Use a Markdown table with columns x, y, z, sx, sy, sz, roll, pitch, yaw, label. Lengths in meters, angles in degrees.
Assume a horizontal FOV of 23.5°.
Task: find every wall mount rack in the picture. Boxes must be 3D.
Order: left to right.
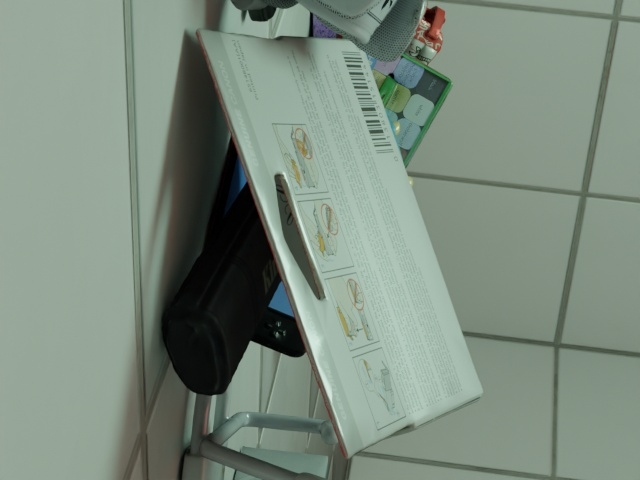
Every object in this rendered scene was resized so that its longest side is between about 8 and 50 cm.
| x | y | z | sx | sy | sz | roll | pitch | yaw | label |
| --- | --- | --- | --- | --- | --- | --- | --- | --- | --- |
| -0.051 | 0.254 | 1.160 | 0.304 | 0.130 | 0.350 | -19 | 115 | -85 | wall mount rack |

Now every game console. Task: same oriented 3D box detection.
| x | y | z | sx | sy | sz | roll | pitch | yaw | label |
| --- | --- | --- | --- | --- | --- | --- | --- | --- | --- |
| -0.040 | 0.001 | 1.237 | 0.085 | 0.124 | 0.144 | -48 | -155 | 49 | game console |

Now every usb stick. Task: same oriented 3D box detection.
| x | y | z | sx | sy | sz | roll | pitch | yaw | label |
| --- | --- | --- | --- | --- | --- | --- | --- | --- | --- |
| -0.051 | 0.012 | 1.123 | 0.278 | 0.045 | 0.077 | -64 | 143 | -58 | usb stick |

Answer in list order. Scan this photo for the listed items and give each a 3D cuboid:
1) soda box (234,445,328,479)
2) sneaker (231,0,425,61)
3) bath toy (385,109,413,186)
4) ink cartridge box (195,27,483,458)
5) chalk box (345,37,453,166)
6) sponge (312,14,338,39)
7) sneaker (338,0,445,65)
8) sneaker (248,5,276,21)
| x | y | z | sx | sy | sz | roll | pitch | yaw | label |
| --- | --- | --- | --- | --- | --- | --- | --- | --- | --- |
| -0.055 | 0.328 | 1.446 | 0.286 | 0.091 | 0.098 | -77 | 172 | -53 | soda box |
| 0.106 | -0.228 | 1.071 | 0.137 | 0.366 | 0.210 | 29 | 75 | -72 | sneaker |
| 0.016 | -0.017 | 1.627 | 0.348 | 0.129 | 0.151 | 90 | -11 | -59 | bath toy |
| 0.000 | 0.000 | 1.093 | 0.261 | 0.066 | 0.296 | -10 | 79 | -63 | ink cartridge box |
| 0.064 | -0.156 | 1.742 | 0.132 | 0.132 | 0.213 | -60 | 178 | 7 | chalk box |
| 0.014 | -0.324 | 1.705 | 0.117 | 0.031 | 0.210 | -77 | 173 | -52 | sponge |
| 0.082 | -0.301 | 1.853 | 0.090 | 0.145 | 0.270 | -78 | 173 | -48 | sneaker |
| -0.006 | -0.254 | 1.214 | 0.051 | 0.089 | 0.170 | 49 | 47 | -84 | sneaker |
